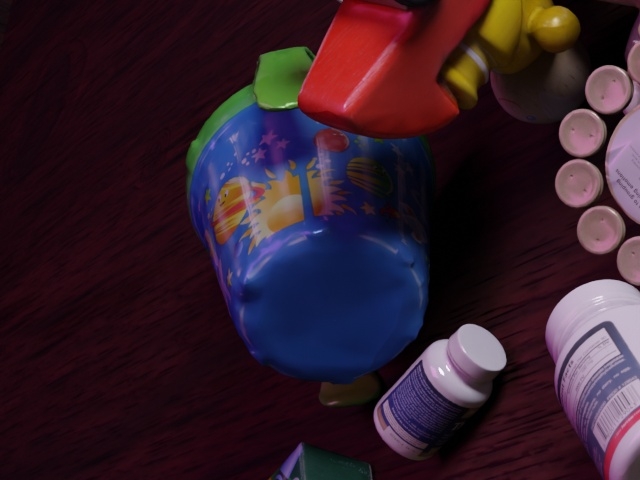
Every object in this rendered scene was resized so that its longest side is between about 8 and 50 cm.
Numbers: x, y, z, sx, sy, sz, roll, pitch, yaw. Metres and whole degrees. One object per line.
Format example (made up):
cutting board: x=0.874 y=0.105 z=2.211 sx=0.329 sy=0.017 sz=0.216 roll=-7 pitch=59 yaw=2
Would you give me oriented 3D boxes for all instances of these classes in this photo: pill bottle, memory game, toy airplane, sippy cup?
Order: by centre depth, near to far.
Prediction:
pill bottle: x=0.224 y=0.107 z=1.309 sx=0.108 sy=0.108 sz=0.180 roll=-59 pitch=27 yaw=21
memory game: x=0.256 y=-0.055 z=1.360 sx=0.186 sy=0.012 sz=0.186 roll=1 pitch=92 yaw=30
toy airplane: x=0.168 y=-0.228 z=1.555 sx=0.384 sy=0.272 sz=0.386 roll=-17 pitch=34 yaw=11
pill bottle: x=0.103 y=0.126 z=1.584 sx=0.120 sy=0.067 sz=0.067 roll=-51 pitch=31 yaw=34
sippy cup: x=0.000 y=0.000 z=1.661 sx=0.240 sy=0.305 sz=0.224 roll=-42 pitch=27 yaw=19

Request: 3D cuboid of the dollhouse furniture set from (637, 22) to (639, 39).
dollhouse furniture set: x=0.269 y=-0.196 z=1.281 sx=0.123 sy=0.144 sz=0.151 roll=-52 pitch=-21 yaw=-21

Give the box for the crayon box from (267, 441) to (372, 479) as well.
crayon box: x=-0.024 y=0.365 z=1.637 sx=0.203 sy=0.083 sz=0.323 roll=-51 pitch=31 yaw=34
